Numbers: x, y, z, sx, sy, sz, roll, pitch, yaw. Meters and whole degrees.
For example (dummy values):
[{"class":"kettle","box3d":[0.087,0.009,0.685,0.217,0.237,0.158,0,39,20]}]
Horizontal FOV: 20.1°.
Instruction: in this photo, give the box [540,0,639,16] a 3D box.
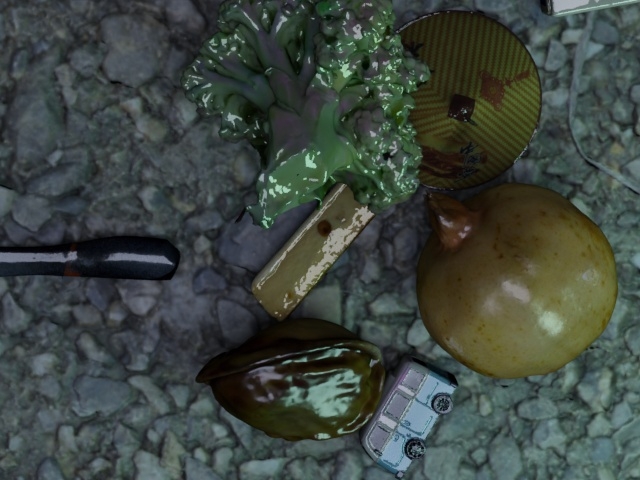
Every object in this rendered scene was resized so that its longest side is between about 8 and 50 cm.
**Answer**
[{"class":"box","box3d":[0.382,-0.355,1.845,0.343,0.065,0.200,-11,103,-2]}]

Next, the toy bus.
[{"class":"toy bus","box3d":[0.089,0.187,1.941,0.075,0.060,0.123,30,96,-5]}]

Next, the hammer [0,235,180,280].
[{"class":"hammer","box3d":[-0.292,0.027,1.893,0.289,0.037,0.137,0,101,-4]}]

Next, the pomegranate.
[{"class":"pomegranate","box3d":[0.200,0.041,1.846,0.207,0.207,0.207,-1,102,-4]}]

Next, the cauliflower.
[{"class":"cauliflower","box3d":[-0.008,-0.116,1.755,0.239,0.315,0.256,-19,120,27]}]

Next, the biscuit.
[{"class":"biscuit","box3d":[0.000,0.000,1.901,0.056,0.052,0.188,40,96,2]}]

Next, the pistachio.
[{"class":"pistachio","box3d":[-0.030,0.146,1.877,0.210,0.131,0.165,6,146,-29]}]

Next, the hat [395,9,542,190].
[{"class":"hat","box3d":[0.140,-0.140,1.866,0.193,0.082,0.193,-1,101,-2]}]
